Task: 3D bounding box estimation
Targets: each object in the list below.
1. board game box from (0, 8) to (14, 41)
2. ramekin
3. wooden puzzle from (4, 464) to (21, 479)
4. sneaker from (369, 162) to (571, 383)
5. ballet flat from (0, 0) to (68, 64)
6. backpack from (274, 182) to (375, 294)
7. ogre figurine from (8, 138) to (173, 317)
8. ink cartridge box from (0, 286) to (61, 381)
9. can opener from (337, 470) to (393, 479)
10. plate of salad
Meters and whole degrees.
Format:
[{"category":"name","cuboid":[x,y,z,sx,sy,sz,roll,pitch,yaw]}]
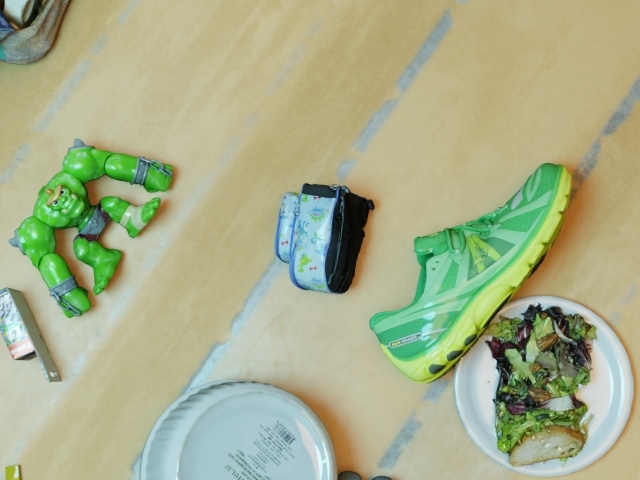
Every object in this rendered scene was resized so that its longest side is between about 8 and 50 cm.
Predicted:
[{"category":"board game box","cuboid":[-0.455,-0.240,1.246,0.194,0.060,0.194,-45,71,28]},{"category":"ramekin","cuboid":[-0.080,0.243,1.167,0.207,0.109,0.207,4,75,-16]},{"category":"wooden puzzle","cuboid":[-0.383,0.299,1.245,0.116,0.014,0.078,-17,79,-1]},{"category":"sneaker","cuboid":[0.167,0.016,1.216,0.123,0.109,0.295,40,79,12]},{"category":"ballet flat","cuboid":[-0.304,-0.354,1.269,0.107,0.106,0.316,15,84,2]},{"category":"backpack","cuboid":[0.000,0.000,1.228,0.084,0.105,0.114,5,84,24]},{"category":"ogre figurine","cuboid":[-0.262,-0.023,1.242,0.118,0.097,0.197,33,101,-13]},{"category":"ink cartridge box","cuboid":[-0.329,0.110,1.239,0.029,0.063,0.115,-25,84,-3]},{"category":"can opener","cuboid":[0.031,0.392,1.185,0.076,0.095,0.283,9,84,1]},{"category":"plate of salad","cuboid":[0.247,0.160,1.231,0.200,0.048,0.200,0,84,2]}]
